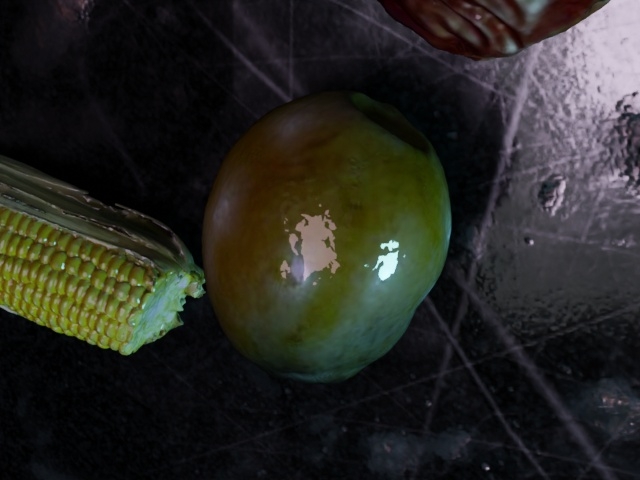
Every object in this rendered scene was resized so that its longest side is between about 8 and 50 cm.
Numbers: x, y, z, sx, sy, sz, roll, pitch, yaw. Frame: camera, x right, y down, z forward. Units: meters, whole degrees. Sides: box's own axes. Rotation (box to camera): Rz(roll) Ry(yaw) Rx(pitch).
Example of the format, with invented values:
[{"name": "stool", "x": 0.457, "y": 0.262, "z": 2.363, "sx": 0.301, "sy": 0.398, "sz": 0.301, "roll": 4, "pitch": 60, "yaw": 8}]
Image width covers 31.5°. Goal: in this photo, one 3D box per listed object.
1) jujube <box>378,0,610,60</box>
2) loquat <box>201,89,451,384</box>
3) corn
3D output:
[{"name": "jujube", "x": 0.071, "y": -0.278, "z": 0.658, "sx": 0.216, "sy": 0.216, "sz": 0.342, "roll": -27, "pitch": 96, "yaw": 33}, {"name": "loquat", "x": 0.000, "y": 0.000, "z": 0.836, "sx": 0.179, "sy": 0.179, "sz": 0.227, "roll": 32, "pitch": 118, "yaw": 10}, {"name": "corn", "x": -0.252, "y": 0.005, "z": 1.003, "sx": 0.305, "sy": 0.122, "sz": 0.123, "roll": 24, "pitch": 77, "yaw": 12}]
